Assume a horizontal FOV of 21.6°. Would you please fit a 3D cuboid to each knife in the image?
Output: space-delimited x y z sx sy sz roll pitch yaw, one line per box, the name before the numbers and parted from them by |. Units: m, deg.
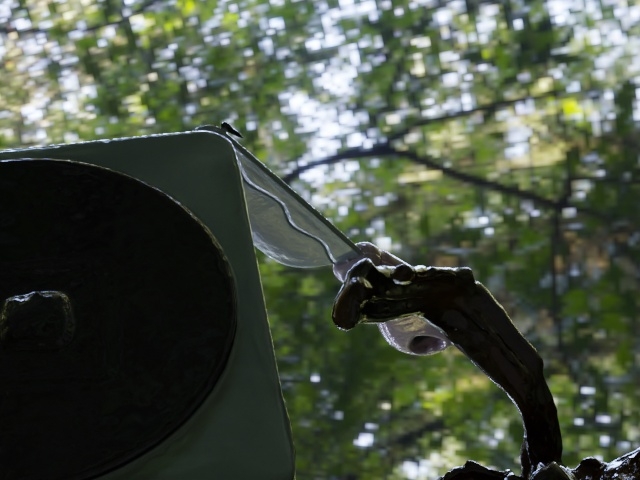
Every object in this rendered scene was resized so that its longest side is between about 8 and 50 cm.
knife | -0.002 0.001 1.319 0.336 0.081 0.043 39 -139 -38

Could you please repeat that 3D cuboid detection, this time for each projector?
projector | -0.157 0.060 0.869 0.259 0.257 0.079 -5 -44 -8

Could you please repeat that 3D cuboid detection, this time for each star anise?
star anise | 0.126 0.129 0.881 0.346 0.237 0.148 41 -115 -21
